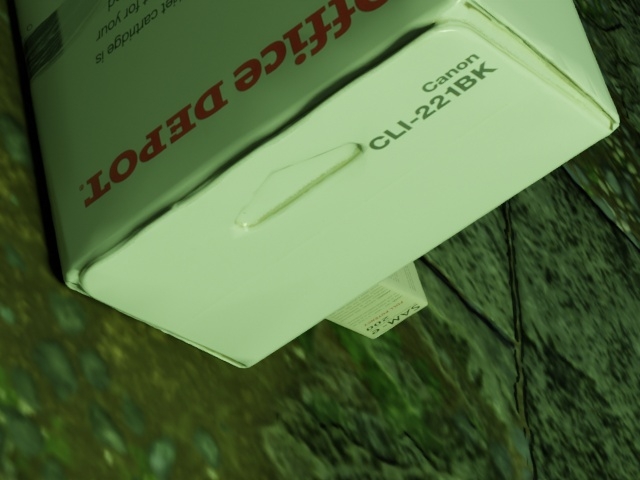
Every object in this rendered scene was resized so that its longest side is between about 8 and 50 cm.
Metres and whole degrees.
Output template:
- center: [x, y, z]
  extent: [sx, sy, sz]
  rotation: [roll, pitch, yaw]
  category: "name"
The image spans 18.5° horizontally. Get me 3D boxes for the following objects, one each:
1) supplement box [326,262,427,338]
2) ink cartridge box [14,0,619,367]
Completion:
- center: [0.000, 0.000, 0.891]
  extent: [0.098, 0.036, 0.062]
  rotation: [26, 37, -47]
  category: "supplement box"
- center: [-0.020, -0.115, 0.804]
  extent: [0.114, 0.197, 0.273]
  rotation: [30, 35, -44]
  category: "ink cartridge box"
